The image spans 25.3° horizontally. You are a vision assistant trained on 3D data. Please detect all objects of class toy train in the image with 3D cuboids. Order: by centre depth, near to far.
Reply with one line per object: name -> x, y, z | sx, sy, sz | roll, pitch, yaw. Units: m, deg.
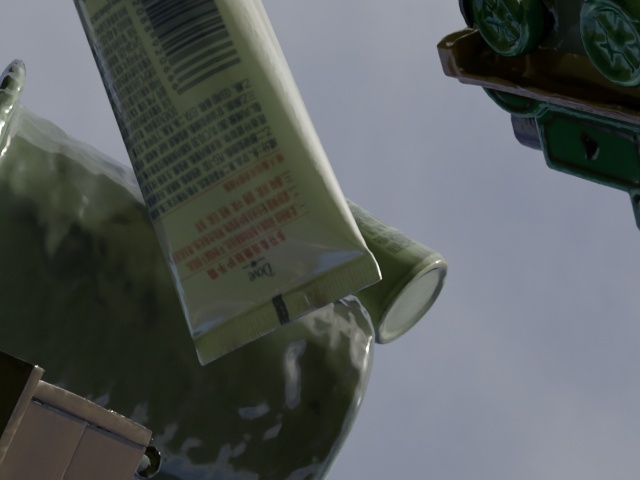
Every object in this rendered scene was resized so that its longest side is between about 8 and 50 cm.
toy train -> 0.275, -0.135, 1.220 | 0.178, 0.249, 0.429 | -30, -152, -23

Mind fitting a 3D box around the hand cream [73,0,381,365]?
hand cream -> -0.056, -0.073, 0.697 | 0.133, 0.083, 0.248 | -25, -98, 44

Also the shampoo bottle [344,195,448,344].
shampoo bottle -> 0.000, 0.000, 1.384 | 0.234, 0.087, 0.118 | 33, -136, 24

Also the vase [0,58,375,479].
vase -> -0.124, 0.054, 0.908 | 0.245, 0.291, 0.245 | -56, -165, 24

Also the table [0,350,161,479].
table -> -0.099, 0.074, 0.405 | 0.070, 0.082, 0.083 | 17, -102, 32
